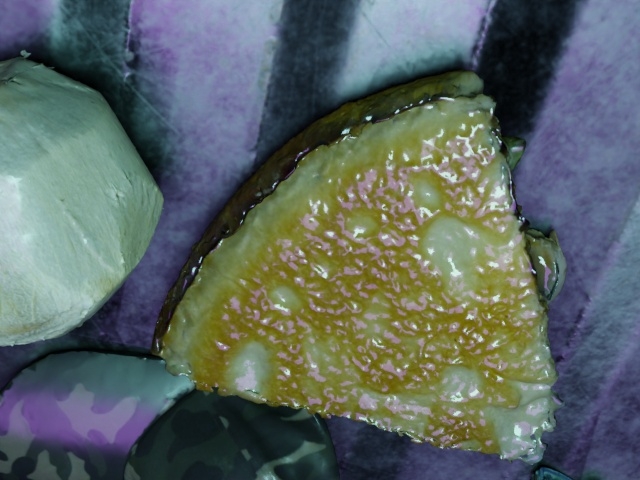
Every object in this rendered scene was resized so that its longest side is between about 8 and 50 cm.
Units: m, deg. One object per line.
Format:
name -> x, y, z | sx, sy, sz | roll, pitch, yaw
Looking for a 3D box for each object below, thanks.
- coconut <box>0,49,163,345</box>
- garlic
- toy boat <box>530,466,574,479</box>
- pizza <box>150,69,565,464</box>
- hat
coconut -> -0.273, -0.023, 0.749 | 0.245, 0.245, 0.247 | -19, 123, 13
garlic -> 0.204, 0.048, 0.875 | 0.084, 0.066, 0.152 | 43, 114, 9
toy boat -> 0.330, 0.332, 1.037 | 0.140, 0.059, 0.066 | 36, 133, -20
pizza -> 0.057, 0.015, 0.808 | 0.435, 0.080, 0.391 | 12, 115, 1
hat -> -0.196, 0.294, 0.963 | 0.382, 0.257, 0.366 | -2, 121, -19
